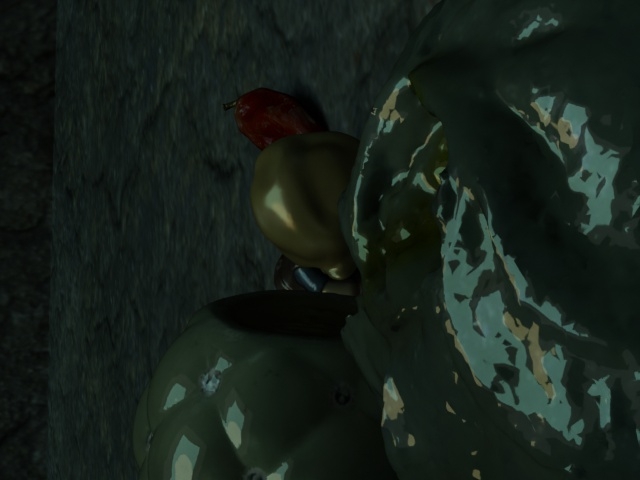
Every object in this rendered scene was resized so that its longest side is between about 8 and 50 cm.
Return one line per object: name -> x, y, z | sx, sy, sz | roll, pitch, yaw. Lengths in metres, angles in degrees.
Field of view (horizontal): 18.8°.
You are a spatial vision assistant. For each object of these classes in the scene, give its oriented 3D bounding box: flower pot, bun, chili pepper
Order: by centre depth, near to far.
bun -> 0.127, 0.002, 0.928 | 0.362, 0.211, 0.362 | 180, 90, -74
flower pot -> -0.014, 0.145, 1.377 | 0.246, 0.246, 0.195 | -144, 54, -70
chili pepper -> -0.037, -0.107, 1.758 | 0.191, 0.050, 0.059 | 32, 120, 56

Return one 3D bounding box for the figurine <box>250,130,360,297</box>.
figurine -> 0.000, 0.000, 1.587 | 0.196, 0.108, 0.114 | 85, -164, -47
